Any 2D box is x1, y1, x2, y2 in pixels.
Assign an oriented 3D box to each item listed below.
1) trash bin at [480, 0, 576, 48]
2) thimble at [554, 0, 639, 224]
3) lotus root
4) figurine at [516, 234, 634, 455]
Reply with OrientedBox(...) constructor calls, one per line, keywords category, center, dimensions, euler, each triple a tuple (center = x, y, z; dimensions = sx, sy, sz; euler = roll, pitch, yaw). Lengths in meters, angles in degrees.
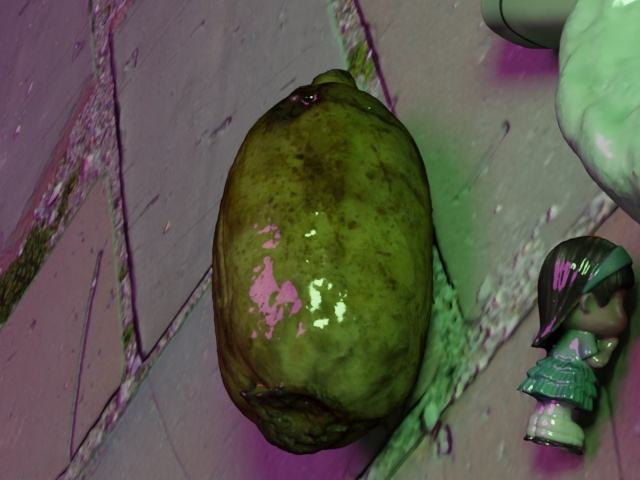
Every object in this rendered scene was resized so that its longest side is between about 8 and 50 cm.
OrientedBox(category="trash bin", center=(0.152, -0.161, 0.939), dimensions=(0.130, 0.059, 0.116), euler=(10, 80, 64))
OrientedBox(category="thimble", center=(0.208, -0.067, 0.606), dimensions=(0.237, 0.150, 0.237), euler=(-35, 35, 29))
OrientedBox(category="lotus root", center=(0.000, 0.000, 1.026), dimensions=(0.145, 0.128, 0.260), euler=(126, 155, -47))
OrientedBox(category="figurine", center=(0.121, 0.048, 0.846), dimensions=(0.060, 0.047, 0.106), euler=(32, -108, -79))
